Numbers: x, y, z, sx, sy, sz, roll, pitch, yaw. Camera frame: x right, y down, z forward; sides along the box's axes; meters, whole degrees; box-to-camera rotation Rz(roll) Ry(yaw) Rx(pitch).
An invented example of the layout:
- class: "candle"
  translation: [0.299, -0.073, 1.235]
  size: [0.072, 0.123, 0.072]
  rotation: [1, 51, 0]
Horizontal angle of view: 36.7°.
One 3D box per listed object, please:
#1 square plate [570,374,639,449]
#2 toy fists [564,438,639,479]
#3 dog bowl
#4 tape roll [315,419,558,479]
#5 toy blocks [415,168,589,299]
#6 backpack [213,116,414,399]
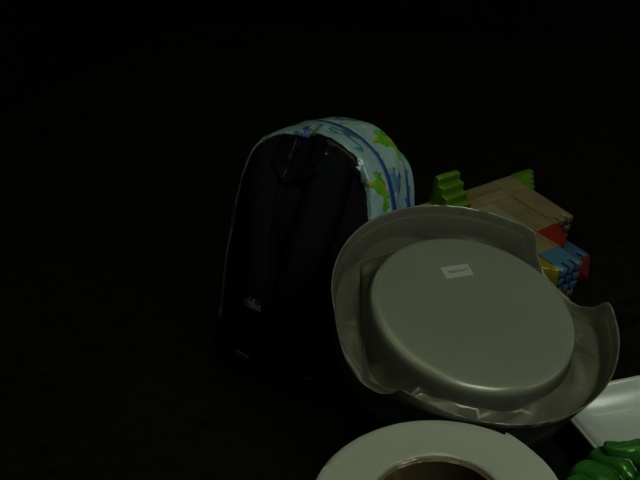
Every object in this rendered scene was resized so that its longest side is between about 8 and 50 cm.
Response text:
- class: "square plate"
  translation: [0.503, 0.261, 1.135]
  size: [0.348, 0.049, 0.344]
  rotation: [-9, 28, -9]
- class: "toy fists"
  translation: [0.375, 0.256, 1.010]
  size: [0.279, 0.096, 0.142]
  rotation: [-16, 31, -14]
- class: "dog bowl"
  translation: [0.175, 0.108, 1.167]
  size: [0.349, 0.102, 0.348]
  rotation: [7, 42, -7]
- class: "tape roll"
  translation: [0.115, 0.318, 0.950]
  size: [0.246, 0.169, 0.246]
  rotation: [-3, 27, 1]
- class: "toy blocks"
  translation: [0.282, 0.030, 1.508]
  size: [0.382, 0.190, 0.261]
  rotation: [-18, 42, -34]
- class: "backpack"
  translation: [0.000, 0.000, 1.381]
  size: [0.290, 0.355, 0.273]
  rotation: [15, 32, 34]
